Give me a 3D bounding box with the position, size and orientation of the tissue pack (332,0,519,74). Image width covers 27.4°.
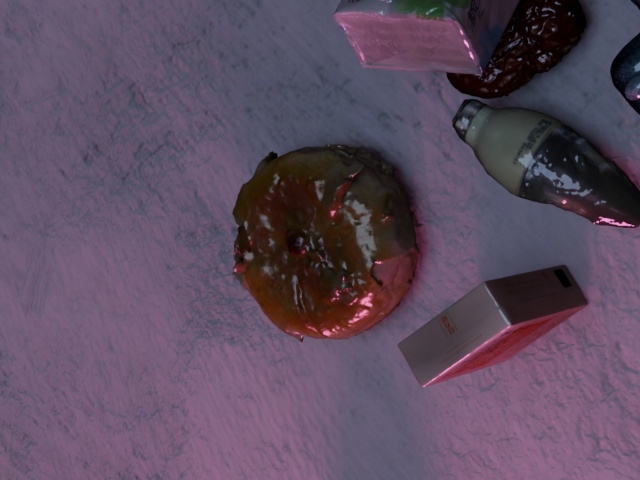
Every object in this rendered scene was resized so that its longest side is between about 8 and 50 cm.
[{"bbox_3d":[0.129,-0.309,1.414,0.159,0.145,0.229,9,58,35],"label":"tissue pack"}]

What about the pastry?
[{"bbox_3d":[0.001,0.006,1.626,0.236,0.121,0.257,23,110,28],"label":"pastry"}]

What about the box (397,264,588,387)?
[{"bbox_3d":[0.195,0.093,1.464,0.141,0.201,0.058,-39,72,30],"label":"box"}]

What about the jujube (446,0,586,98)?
[{"bbox_3d":[0.219,-0.219,1.470,0.166,0.104,0.104,-19,86,20],"label":"jujube"}]

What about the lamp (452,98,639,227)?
[{"bbox_3d":[0.254,-0.085,1.462,0.250,0.101,0.101,32,113,19],"label":"lamp"}]

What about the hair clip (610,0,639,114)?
[{"bbox_3d":[0.432,-0.243,1.287,0.310,0.194,0.206,-17,100,32],"label":"hair clip"}]
